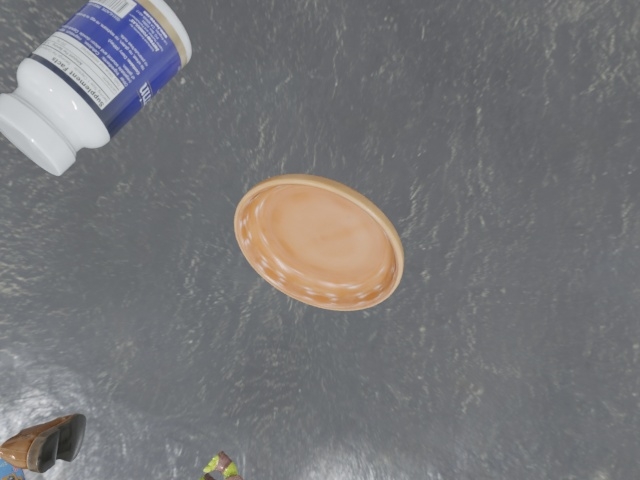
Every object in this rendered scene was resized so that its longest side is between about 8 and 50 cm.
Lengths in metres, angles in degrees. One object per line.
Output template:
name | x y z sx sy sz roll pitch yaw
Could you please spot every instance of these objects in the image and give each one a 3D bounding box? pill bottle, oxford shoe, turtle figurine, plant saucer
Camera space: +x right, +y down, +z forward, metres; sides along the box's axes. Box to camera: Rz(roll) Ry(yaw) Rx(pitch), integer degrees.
pill bottle | -0.318 -0.225 0.965 0.153 0.153 0.265 39 72 1
oxford shoe | -0.420 0.303 1.069 0.076 0.212 0.076 7 81 4
turtle figurine | -0.130 0.499 1.316 0.217 0.087 0.269 38 131 13
plant saucer | 0.000 0.000 0.786 0.200 0.200 0.037 26 48 0

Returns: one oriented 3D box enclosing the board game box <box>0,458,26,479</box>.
board game box | -0.431 0.445 1.034 0.039 0.211 0.160 -18 122 -28
